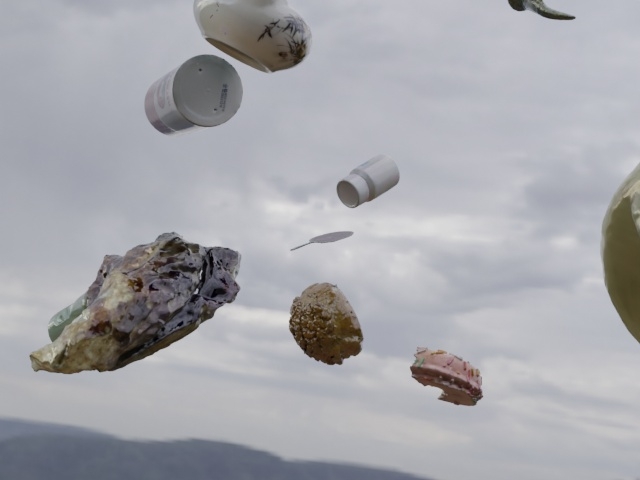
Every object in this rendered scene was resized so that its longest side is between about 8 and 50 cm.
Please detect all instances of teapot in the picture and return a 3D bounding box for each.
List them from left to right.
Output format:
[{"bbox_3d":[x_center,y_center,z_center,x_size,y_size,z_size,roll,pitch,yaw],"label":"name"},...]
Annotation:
[{"bbox_3d":[-0.108,-0.372,1.880,0.208,0.165,0.299,16,9,3],"label":"teapot"}]

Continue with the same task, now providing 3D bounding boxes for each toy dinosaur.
[{"bbox_3d":[0.322,-0.371,1.730,0.075,0.247,0.188,-33,-35,2],"label":"toy dinosaur"}]

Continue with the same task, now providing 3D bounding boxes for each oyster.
[{"bbox_3d":[-0.253,0.076,1.553,0.275,0.271,0.100,-13,-60,7],"label":"oyster"}]

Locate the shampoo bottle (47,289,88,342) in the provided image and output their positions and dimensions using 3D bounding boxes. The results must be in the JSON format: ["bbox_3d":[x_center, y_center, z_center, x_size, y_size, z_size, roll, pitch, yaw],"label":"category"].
[{"bbox_3d":[-0.399,0.140,1.936,0.118,0.087,0.234,-15,-10,-38],"label":"shampoo bottle"}]

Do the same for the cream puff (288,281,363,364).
[{"bbox_3d":[0.005,0.148,1.954,0.115,0.150,0.165,-26,-21,-8],"label":"cream puff"}]

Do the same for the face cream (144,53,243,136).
[{"bbox_3d":[-0.182,-0.198,1.567,0.096,0.095,0.214,12,-3,-19],"label":"face cream"}]

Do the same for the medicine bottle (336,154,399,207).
[{"bbox_3d":[0.067,-0.083,1.577,0.089,0.052,0.052,-32,15,-37],"label":"medicine bottle"}]

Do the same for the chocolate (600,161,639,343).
[{"bbox_3d":[0.455,0.000,1.234,0.297,0.314,0.326,-12,27,-31],"label":"chocolate"}]

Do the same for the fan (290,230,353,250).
[{"bbox_3d":[0.000,0.000,2.058,0.133,0.005,0.085,-17,13,-28],"label":"fan"}]

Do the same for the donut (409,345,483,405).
[{"bbox_3d":[0.234,0.242,1.966,0.117,0.065,0.166,7,-21,33],"label":"donut"}]
